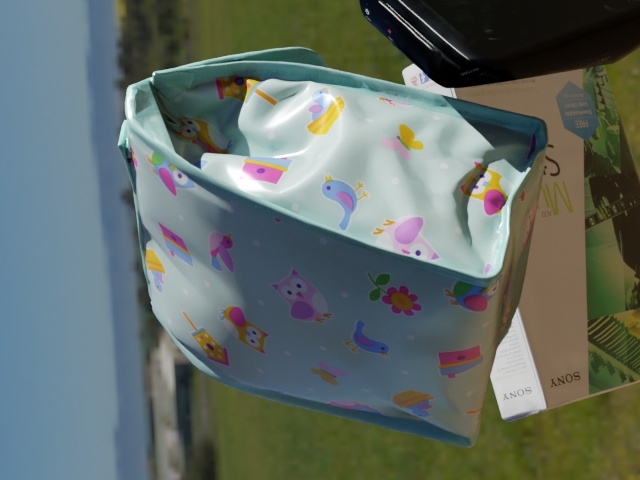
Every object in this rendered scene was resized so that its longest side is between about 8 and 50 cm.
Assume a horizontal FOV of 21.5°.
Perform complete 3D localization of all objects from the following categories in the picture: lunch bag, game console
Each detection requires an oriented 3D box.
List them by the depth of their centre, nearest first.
[{"bbox_3d":[0.000,0.000,1.100,0.223,0.262,0.160,89,-160,-54],"label":"lunch bag"},{"bbox_3d":[0.092,-0.218,1.126,0.361,0.213,0.044,47,150,42],"label":"game console"}]

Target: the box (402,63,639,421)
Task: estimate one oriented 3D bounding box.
[{"bbox_3d":[0.210,-0.016,1.512,0.058,0.232,0.322,-21,82,45],"label":"box"}]
